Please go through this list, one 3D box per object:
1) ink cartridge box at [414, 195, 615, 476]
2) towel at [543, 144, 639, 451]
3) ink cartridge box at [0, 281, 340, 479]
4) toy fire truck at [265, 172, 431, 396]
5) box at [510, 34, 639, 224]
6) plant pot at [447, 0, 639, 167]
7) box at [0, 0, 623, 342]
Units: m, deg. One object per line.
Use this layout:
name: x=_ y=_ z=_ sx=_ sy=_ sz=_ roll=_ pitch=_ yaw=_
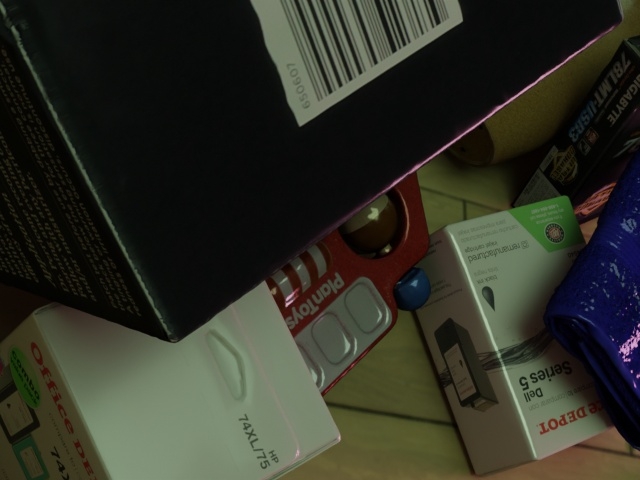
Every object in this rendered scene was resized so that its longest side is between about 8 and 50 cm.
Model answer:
ink cartridge box: x=0.232 y=0.107 z=1.339 sx=0.198 sy=0.114 sz=0.273 roll=-14 pitch=79 yaw=-34
towel: x=0.380 y=0.051 z=1.301 sx=0.228 sy=0.076 sz=0.308 roll=52 pitch=55 yaw=-25
ink cartridge box: x=-0.158 y=0.146 z=1.000 sx=0.197 sy=0.270 sz=0.198 roll=-23 pitch=83 yaw=-35
toy fire truck: x=0.000 y=0.000 z=1.223 sx=0.302 sy=0.169 sz=0.254 roll=-40 pitch=105 yaw=-35
box: x=0.411 y=-0.147 z=1.434 sx=0.295 sy=0.293 sz=0.073 roll=-19 pitch=64 yaw=-35
plant pot: x=0.252 y=-0.211 z=1.428 sx=0.254 sy=0.237 sz=0.237 roll=-40 pitch=93 yaw=-21
box: x=-0.110 y=-0.196 z=0.943 sx=0.480 sy=0.471 sz=0.297 roll=-35 pitch=117 yaw=-28
